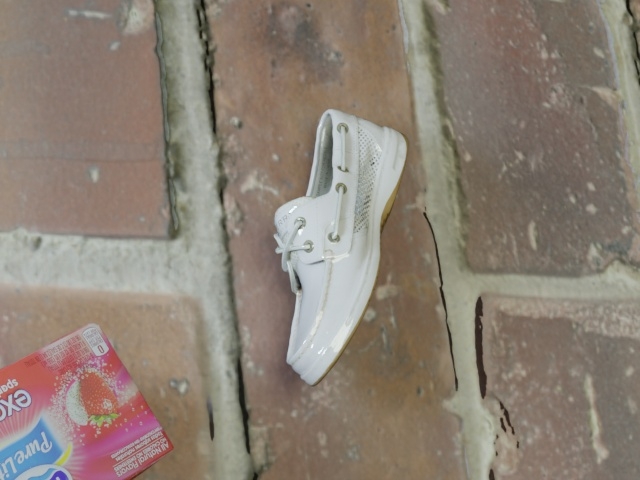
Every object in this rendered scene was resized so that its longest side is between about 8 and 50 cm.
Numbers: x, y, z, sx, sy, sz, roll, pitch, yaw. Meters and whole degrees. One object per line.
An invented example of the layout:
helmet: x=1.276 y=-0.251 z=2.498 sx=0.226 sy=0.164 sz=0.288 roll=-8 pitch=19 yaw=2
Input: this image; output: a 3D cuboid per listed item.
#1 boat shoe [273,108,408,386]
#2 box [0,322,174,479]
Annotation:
boat shoe: x=0.000 y=0.000 z=1.507 sx=0.096 sy=0.098 sz=0.277 roll=26 pitch=51 yaw=-15
box: x=-0.253 y=0.178 z=1.255 sx=0.257 sy=0.128 sz=0.123 roll=-28 pitch=84 yaw=-45
